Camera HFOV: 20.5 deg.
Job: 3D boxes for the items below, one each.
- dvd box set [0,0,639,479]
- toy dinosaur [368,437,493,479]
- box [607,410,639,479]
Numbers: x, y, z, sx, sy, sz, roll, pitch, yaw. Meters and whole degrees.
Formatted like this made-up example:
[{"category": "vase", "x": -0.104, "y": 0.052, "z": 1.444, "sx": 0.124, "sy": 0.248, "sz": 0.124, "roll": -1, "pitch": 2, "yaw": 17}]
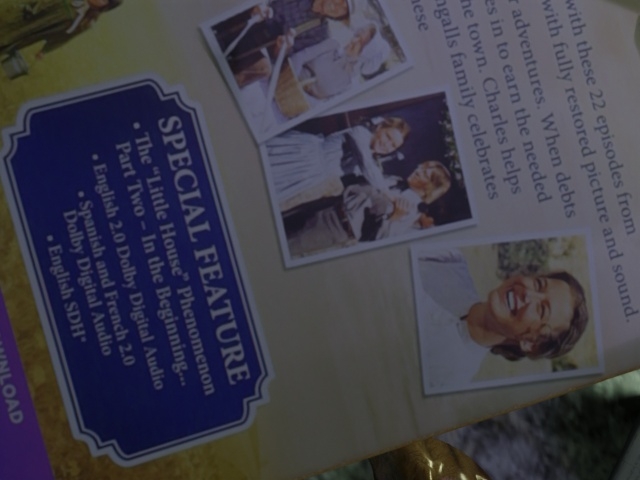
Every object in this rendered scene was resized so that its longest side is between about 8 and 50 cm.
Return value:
[{"category": "dvd box set", "x": -0.029, "y": -0.081, "z": 0.539, "sx": 0.420, "sy": 0.062, "sz": 0.307, "roll": -17, "pitch": 93, "yaw": -17}, {"category": "toy dinosaur", "x": 0.066, "y": 0.123, "z": 0.752, "sx": 0.211, "sy": 0.064, "sz": 0.112, "roll": 38, "pitch": 46, "yaw": -32}, {"category": "box", "x": 0.257, "y": 0.111, "z": 0.860, "sx": 0.203, "sy": 0.114, "sz": 0.103, "roll": 26, "pitch": 41, "yaw": 10}]
